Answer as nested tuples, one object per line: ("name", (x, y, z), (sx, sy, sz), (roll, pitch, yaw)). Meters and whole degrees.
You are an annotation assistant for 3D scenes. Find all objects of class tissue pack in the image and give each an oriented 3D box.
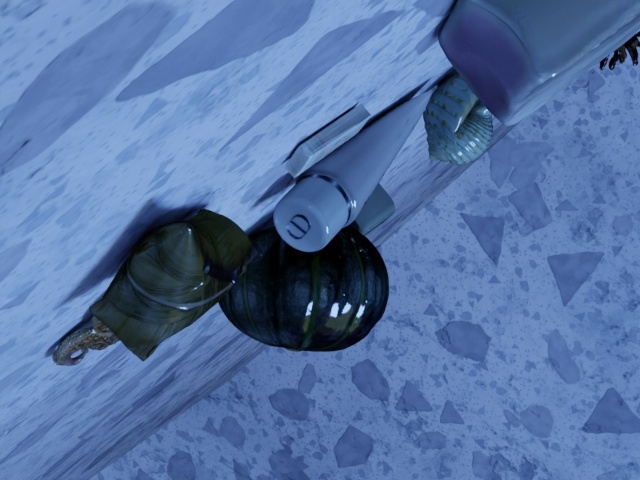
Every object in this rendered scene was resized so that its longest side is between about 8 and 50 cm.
("tissue pack", (0.009, -0.117, 1.612), (0.108, 0.023, 0.056), (-36, 173, -34))

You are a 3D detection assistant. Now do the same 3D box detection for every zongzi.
("zongzi", (-0.116, -0.002, 1.398), (0.205, 0.094, 0.204), (-40, 168, -44))

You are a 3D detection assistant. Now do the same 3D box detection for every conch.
("conch", (0.198, -0.183, 1.964), (0.135, 0.102, 0.153), (36, 71, -74))

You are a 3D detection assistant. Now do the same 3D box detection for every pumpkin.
("pumpkin", (-0.027, 0.054, 1.948), (0.250, 0.216, 0.250), (-7, 167, -2))

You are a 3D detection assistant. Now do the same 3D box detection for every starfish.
("starfish", (-0.238, 0.088, 1.585), (0.150, 0.053, 0.209), (-22, 170, -31))

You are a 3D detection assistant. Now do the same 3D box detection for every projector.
("projector", (0.055, -0.048, 2.191), (0.082, 0.083, 0.083), (-36, 174, -33))

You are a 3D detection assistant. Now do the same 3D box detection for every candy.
("candy", (0.311, -0.299, 1.549), (0.359, 0.145, 0.208), (-39, 174, -9))

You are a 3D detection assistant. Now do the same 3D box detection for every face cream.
("face cream", (0.045, -0.099, 1.802), (0.143, 0.089, 0.314), (-44, -176, 45))

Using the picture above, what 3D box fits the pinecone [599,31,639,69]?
("pinecone", (0.372, -0.301, 1.822), (0.163, 0.165, 0.163), (-37, 170, -7))
